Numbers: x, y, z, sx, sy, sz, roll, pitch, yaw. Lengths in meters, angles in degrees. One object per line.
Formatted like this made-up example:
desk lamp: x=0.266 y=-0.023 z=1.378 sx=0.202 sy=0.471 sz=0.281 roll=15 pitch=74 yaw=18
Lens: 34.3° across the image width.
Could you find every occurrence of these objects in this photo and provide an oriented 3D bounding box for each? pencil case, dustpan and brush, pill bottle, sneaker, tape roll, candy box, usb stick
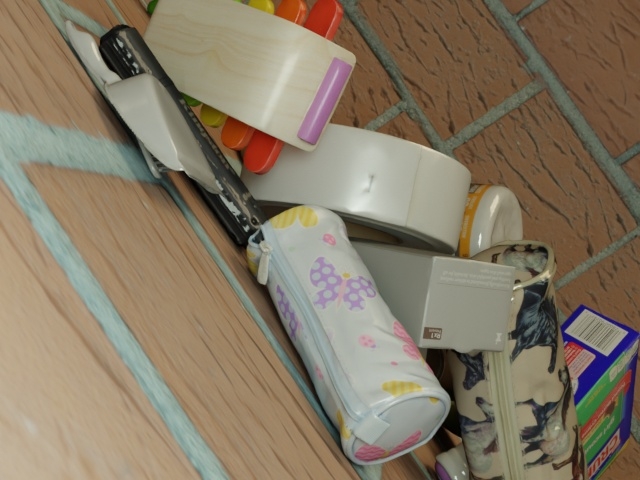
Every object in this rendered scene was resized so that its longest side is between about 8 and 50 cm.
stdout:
pencil case: x=0.022 y=0.088 z=1.032 sx=0.124 sy=0.113 sz=0.273 roll=41 pitch=15 yaw=-54
dustpan and brush: x=-0.174 y=-0.127 z=0.971 sx=0.211 sy=0.060 sz=0.147 roll=63 pitch=5 yaw=9
pill bottle: x=0.134 y=-0.006 z=1.477 sx=0.162 sy=0.278 sz=0.162 roll=-17 pitch=109 yaw=-59
sneaker: x=0.269 y=0.345 z=1.511 sx=0.114 sy=0.152 sz=0.305 roll=56 pitch=3 yaw=27
tape roll: x=0.040 y=-0.059 z=1.283 sx=0.286 sy=0.100 sz=0.286 roll=13 pitch=-7 yaw=2
candy box: x=0.395 y=0.307 z=1.700 sx=0.122 sy=0.268 sz=0.317 roll=32 pitch=-30 yaw=33
pencil case: x=0.239 y=0.214 z=1.276 sx=0.183 sy=0.159 sz=0.410 roll=-33 pitch=115 yaw=-58
usb stick: x=-0.146 y=-0.112 z=1.123 sx=0.278 sy=0.045 sz=0.077 roll=56 pitch=4 yaw=-6

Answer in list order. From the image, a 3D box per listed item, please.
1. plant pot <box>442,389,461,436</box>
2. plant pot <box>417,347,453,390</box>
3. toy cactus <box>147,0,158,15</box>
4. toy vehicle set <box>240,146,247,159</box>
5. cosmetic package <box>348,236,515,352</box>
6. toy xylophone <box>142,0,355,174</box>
plant pot: x=0.279 y=0.242 z=1.875 sx=0.275 sy=0.274 sz=0.293 roll=59 pitch=-8 yaw=37
plant pot: x=0.150 y=0.145 z=1.547 sx=0.215 sy=0.215 sz=0.230 roll=56 pitch=18 yaw=1
toy cactus: x=-0.230 y=-0.430 z=1.740 sx=0.219 sy=0.180 sz=0.112 roll=48 pitch=28 yaw=-26
toy vehicle set: x=-0.016 y=-0.099 z=1.745 sx=0.266 sy=0.035 sz=0.166 roll=27 pitch=22 yaw=-29
cosmetic package: x=0.088 y=0.055 z=1.157 sx=0.127 sy=0.107 sz=0.238 roll=7 pitch=0 yaw=-38
toy xylophone: x=-0.090 y=-0.231 z=1.160 sx=0.081 sy=0.236 sz=0.322 roll=19 pitch=16 yaw=-48
